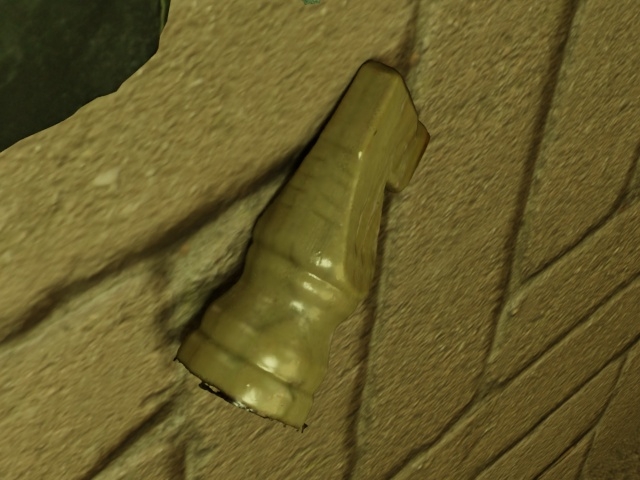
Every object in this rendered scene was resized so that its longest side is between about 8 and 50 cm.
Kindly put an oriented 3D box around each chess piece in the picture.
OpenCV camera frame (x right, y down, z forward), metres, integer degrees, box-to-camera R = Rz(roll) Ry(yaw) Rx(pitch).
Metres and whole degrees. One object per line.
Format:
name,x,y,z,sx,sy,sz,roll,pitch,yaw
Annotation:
chess piece,0.000,0.000,1.027,0.301,0.137,0.137,-62,152,-1

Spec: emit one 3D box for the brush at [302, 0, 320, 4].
brush,0.004,-0.204,0.856,0.019,0.021,0.083,-14,136,-45

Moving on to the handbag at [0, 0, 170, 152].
handbag,-0.228,-0.119,0.382,0.341,0.240,0.247,-33,150,-30
